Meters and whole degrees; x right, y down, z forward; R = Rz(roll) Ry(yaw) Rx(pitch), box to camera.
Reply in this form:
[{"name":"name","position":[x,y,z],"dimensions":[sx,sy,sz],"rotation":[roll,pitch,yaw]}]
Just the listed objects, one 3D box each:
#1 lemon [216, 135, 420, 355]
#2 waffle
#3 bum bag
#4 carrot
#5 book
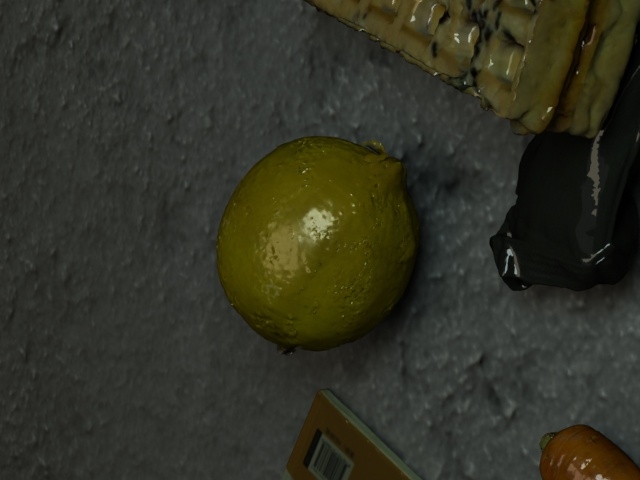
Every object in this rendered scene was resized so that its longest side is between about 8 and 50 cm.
[{"name":"lemon","position":[0.000,0.000,1.560],"dimensions":[0.206,0.173,0.173],"rotation":[-50,57,21]},{"name":"waffle","position":[0.115,-0.251,1.412],"dimensions":[0.376,0.114,0.261],"rotation":[42,119,53]},{"name":"bum bag","position":[0.219,-0.097,1.398],"dimensions":[0.142,0.079,0.326],"rotation":[43,121,49]},{"name":"carrot","position":[0.255,0.222,1.387],"dimensions":[0.256,0.061,0.061],"rotation":[42,120,34]},{"name":"book","position":[0.012,0.312,1.665],"dimensions":[0.208,0.020,0.295],"rotation":[41,120,37]}]
